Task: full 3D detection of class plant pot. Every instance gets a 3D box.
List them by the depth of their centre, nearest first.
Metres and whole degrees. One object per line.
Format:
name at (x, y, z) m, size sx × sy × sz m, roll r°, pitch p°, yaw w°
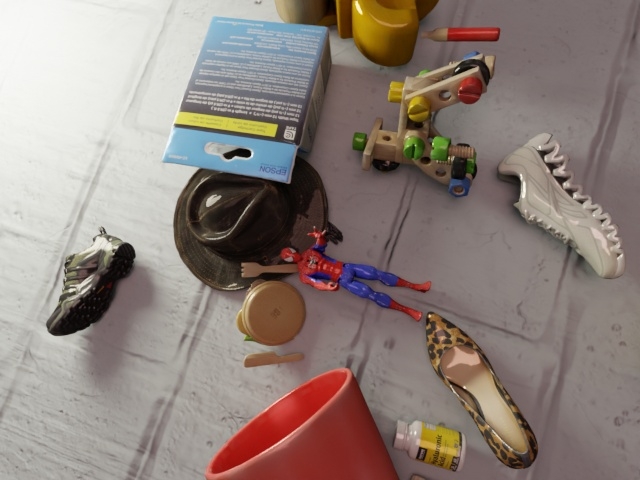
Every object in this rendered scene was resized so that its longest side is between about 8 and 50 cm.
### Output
plant pot at (-0.001, 0.379, 0.707) m, size 0.275 × 0.275 × 0.243 m, roll -33°, pitch 86°, yaw -1°

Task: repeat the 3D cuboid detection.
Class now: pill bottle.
pill bottle at (0.187, 0.351, 0.778) m, size 0.117 × 0.065 × 0.065 m, roll 12°, pitch 80°, yaw 10°

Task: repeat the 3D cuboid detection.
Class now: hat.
hat at (-0.156, -0.065, 0.868) m, size 0.332 × 0.134 × 0.331 m, roll -2°, pitch 75°, yaw 9°

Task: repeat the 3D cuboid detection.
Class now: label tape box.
label tape box at (-0.133, -0.268, 0.900) m, size 0.249 × 0.115 × 0.347 m, roll 10°, pitch 73°, yaw 8°

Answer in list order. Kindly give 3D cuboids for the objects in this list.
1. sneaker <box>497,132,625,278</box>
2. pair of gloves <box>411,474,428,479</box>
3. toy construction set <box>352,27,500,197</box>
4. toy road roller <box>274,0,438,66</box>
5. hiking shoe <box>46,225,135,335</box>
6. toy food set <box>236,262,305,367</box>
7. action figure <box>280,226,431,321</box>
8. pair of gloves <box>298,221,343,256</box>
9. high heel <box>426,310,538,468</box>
sneaker at (0.433, -0.051, 0.820) m, size 0.118 × 0.110 × 0.292 m, roll -28°, pitch 68°, yaw 8°
pair of gloves at (0.193, 0.503, 0.682) m, size 0.240 × 0.042 × 0.204 m, roll 23°, pitch 55°, yaw 36°
toy construction set at (0.179, -0.246, 0.824) m, size 0.237 × 0.257 × 0.308 m, roll 10°, pitch 77°, yaw 20°
toy road roller at (0.073, -0.474, 0.894) m, size 0.330 × 0.202 × 0.240 m, roll -9°, pitch 81°, yaw 3°
hiking shoe at (-0.478, 0.084, 0.914) m, size 0.114 × 0.086 × 0.226 m, roll 29°, pitch 77°, yaw 25°
toy food set at (-0.094, 0.137, 0.858) m, size 0.133 × 0.038 × 0.191 m, roll 0°, pitch 87°, yaw -19°
action figure at (0.059, 0.060, 0.802) m, size 0.281 × 0.139 × 0.091 m, roll 18°, pitch 79°, yaw 4°
pair of gloves at (0.000, 0.000, 0.901) m, size 0.074 × 0.010 × 0.083 m, roll 36°, pitch 83°, yaw 15°
high heel at (0.255, 0.228, 0.733) m, size 0.093 × 0.186 × 0.261 m, roll -28°, pitch 77°, yaw 0°
